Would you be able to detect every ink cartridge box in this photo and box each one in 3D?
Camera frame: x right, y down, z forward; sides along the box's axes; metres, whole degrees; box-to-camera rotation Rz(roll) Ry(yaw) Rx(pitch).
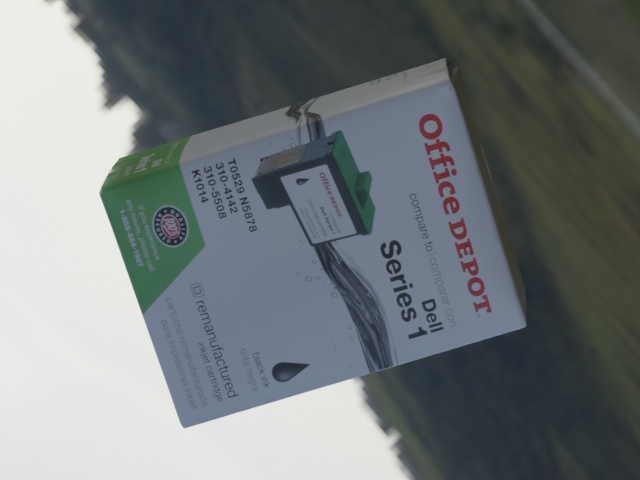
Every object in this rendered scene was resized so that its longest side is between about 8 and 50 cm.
[{"bbox_3d":[0.000,0.000,1.138,0.092,0.219,0.160,-79,-30,-77],"label":"ink cartridge box"}]
